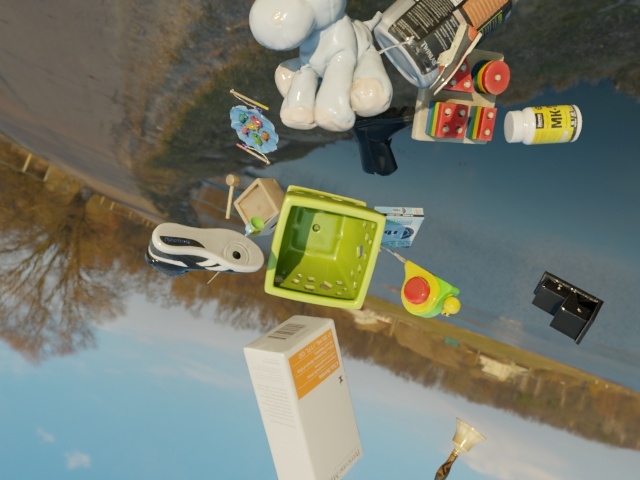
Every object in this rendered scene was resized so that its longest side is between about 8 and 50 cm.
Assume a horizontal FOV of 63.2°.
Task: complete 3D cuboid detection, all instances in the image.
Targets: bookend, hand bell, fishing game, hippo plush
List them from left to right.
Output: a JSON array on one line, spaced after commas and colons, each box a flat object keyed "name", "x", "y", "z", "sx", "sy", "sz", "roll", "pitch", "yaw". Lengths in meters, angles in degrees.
[{"name": "fishing game", "x": -0.214, "y": -0.342, "z": 1.641, "sx": 0.189, "sy": 0.041, "sz": 0.264, "roll": 31, "pitch": 152, "yaw": 9}, {"name": "hippo plush", "x": 0.016, "y": -0.348, "z": 0.890, "sx": 0.234, "sy": 0.294, "sz": 0.237, "roll": 54, "pitch": -179, "yaw": 37}, {"name": "hand bell", "x": 0.476, "y": 0.774, "z": 1.864, "sx": 0.126, "sy": 0.242, "sz": 0.126, "roll": 36, "pitch": 169, "yaw": 8}, {"name": "bookend", "x": 0.599, "y": 0.162, "z": 1.293, "sx": 0.157, "sy": 0.073, "sz": 0.156, "roll": 32, "pitch": -151, "yaw": 27}]

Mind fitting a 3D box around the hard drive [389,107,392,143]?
[{"name": "hard drive", "x": 0.237, "y": -0.484, "z": 2.052, "sx": 0.054, "sy": 0.255, "sz": 0.172, "roll": -14, "pitch": 132, "yaw": 24}]

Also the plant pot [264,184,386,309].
[{"name": "plant pot", "x": 0.000, "y": 0.000, "z": 1.193, "sx": 0.226, "sy": 0.229, "sz": 0.207, "roll": 12, "pitch": -163, "yaw": -9}]

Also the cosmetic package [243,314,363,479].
[{"name": "cosmetic package", "x": -0.040, "y": 0.471, "z": 1.498, "sx": 0.161, "sy": 0.454, "sz": 0.230, "roll": -1, "pitch": -163, "yaw": 40}]

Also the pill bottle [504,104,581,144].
[{"name": "pill bottle", "x": 0.707, "y": -0.368, "z": 1.664, "sx": 0.208, "sy": 0.119, "sz": 0.119, "roll": -4, "pitch": 174, "yaw": 1}]

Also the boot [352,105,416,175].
[{"name": "boot", "x": 0.223, "y": -0.317, "z": 1.690, "sx": 0.246, "sy": 0.094, "sz": 0.207, "roll": 0, "pitch": 127, "yaw": 35}]

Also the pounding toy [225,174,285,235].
[{"name": "pounding toy", "x": -0.206, "y": -0.118, "z": 1.597, "sx": 0.094, "sy": 0.181, "sz": 0.206, "roll": -9, "pitch": -117, "yaw": -56}]

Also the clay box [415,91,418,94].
[{"name": "clay box", "x": 0.460, "y": -0.563, "z": 1.908, "sx": 0.127, "sy": 0.222, "sz": 0.053, "roll": 36, "pitch": 139, "yaw": 26}]

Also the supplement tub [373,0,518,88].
[{"name": "supplement tub", "x": 0.309, "y": -0.540, "z": 1.217, "sx": 0.207, "sy": 0.338, "sz": 0.207, "roll": 48, "pitch": -174, "yaw": -7}]

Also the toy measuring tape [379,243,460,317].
[{"name": "toy measuring tape", "x": 0.227, "y": 0.113, "z": 1.361, "sx": 0.121, "sy": 0.122, "sz": 0.330, "roll": 24, "pitch": -174, "yaw": -44}]

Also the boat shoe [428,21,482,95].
[{"name": "boat shoe", "x": 0.230, "y": -0.321, "z": 0.921, "sx": 0.043, "sy": 0.137, "sz": 0.049, "roll": 35, "pitch": -178, "yaw": -3}]

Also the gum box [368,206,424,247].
[{"name": "gum box", "x": 0.236, "y": -0.041, "z": 1.700, "sx": 0.156, "sy": 0.041, "sz": 0.184, "roll": 1, "pitch": 147, "yaw": -6}]

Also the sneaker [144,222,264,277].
[{"name": "sneaker", "x": -0.229, "y": 0.031, "z": 1.012, "sx": 0.216, "sy": 0.079, "sz": 0.121, "roll": 16, "pitch": 145, "yaw": -25}]

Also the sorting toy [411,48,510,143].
[{"name": "sorting toy", "x": 0.399, "y": -0.396, "z": 1.431, "sx": 0.256, "sy": 0.256, "sz": 0.089, "roll": -2, "pitch": -162, "yaw": -25}]

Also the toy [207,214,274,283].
[{"name": "toy", "x": -0.231, "y": 0.010, "z": 1.412, "sx": 0.056, "sy": 0.137, "sz": 0.237, "roll": 48, "pitch": 129, "yaw": -2}]
